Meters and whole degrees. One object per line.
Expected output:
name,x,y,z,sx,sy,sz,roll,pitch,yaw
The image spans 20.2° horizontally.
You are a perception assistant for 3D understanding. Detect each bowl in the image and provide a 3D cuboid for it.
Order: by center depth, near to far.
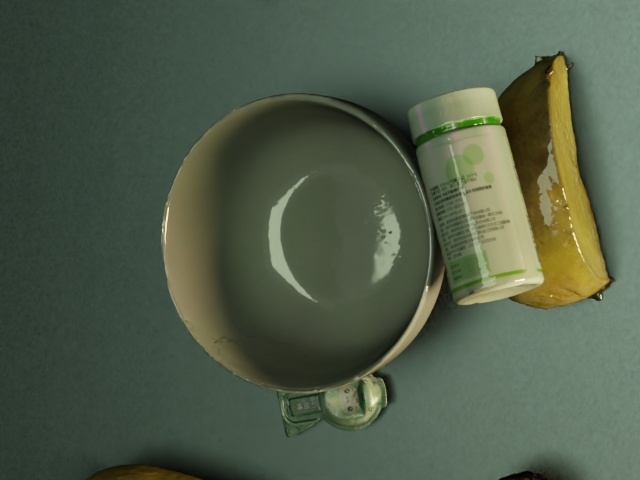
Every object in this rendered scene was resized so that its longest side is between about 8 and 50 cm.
bowl,0.000,0.000,1.762,0.287,0.144,0.287,1,94,23

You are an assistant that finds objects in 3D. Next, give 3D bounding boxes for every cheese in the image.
cheese,0.013,0.163,1.830,0.120,0.026,0.067,-13,88,24

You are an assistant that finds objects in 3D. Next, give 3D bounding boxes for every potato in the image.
potato,0.183,-0.050,1.707,0.138,0.098,0.243,-12,87,25

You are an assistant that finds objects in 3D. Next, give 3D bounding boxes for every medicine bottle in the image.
medicine bottle,0.140,-0.039,1.626,0.086,0.086,0.183,-18,78,23

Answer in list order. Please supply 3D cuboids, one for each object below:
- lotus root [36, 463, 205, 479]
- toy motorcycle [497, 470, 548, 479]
lotus root,-0.159,0.311,1.859,0.303,0.131,0.146,9,74,22
toy motorcycle,0.206,0.432,1.709,0.207,0.134,0.401,20,100,27
